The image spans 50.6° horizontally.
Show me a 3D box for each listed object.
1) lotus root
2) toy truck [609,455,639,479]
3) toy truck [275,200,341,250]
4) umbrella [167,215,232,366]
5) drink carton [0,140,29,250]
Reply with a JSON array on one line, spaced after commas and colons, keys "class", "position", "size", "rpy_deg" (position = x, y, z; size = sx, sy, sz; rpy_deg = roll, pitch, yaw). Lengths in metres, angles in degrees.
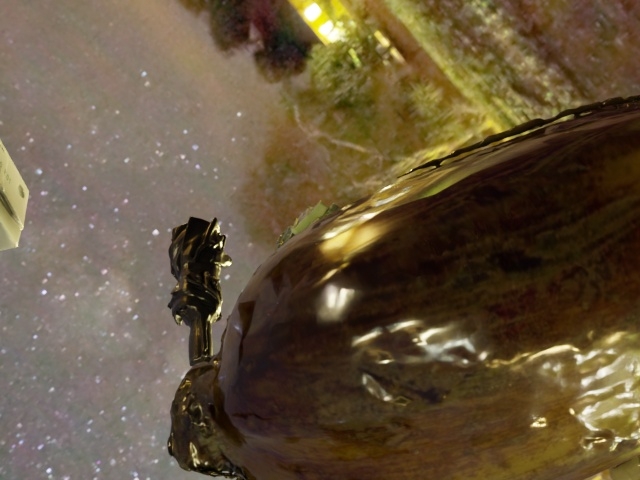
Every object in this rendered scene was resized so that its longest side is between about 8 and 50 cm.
[{"class": "lotus root", "position": [0.101, 0.047, 0.387], "size": [0.179, 0.397, 0.196], "rpy_deg": [-74, -37, -78]}, {"class": "toy truck", "position": [0.328, 0.157, 0.800], "size": [0.405, 0.181, 0.254], "rpy_deg": [36, -149, -24]}, {"class": "toy truck", "position": [0.000, 0.000, 0.974], "size": [0.085, 0.116, 0.191], "rpy_deg": [36, -170, -10]}, {"class": "umbrella", "position": [-0.202, 0.084, 1.135], "size": [0.118, 0.118, 0.340], "rpy_deg": [42, -161, -34]}, {"class": "drink carton", "position": [-0.478, -0.038, 0.687], "size": [0.130, 0.315, 0.106], "rpy_deg": [80, 177, -47]}]
